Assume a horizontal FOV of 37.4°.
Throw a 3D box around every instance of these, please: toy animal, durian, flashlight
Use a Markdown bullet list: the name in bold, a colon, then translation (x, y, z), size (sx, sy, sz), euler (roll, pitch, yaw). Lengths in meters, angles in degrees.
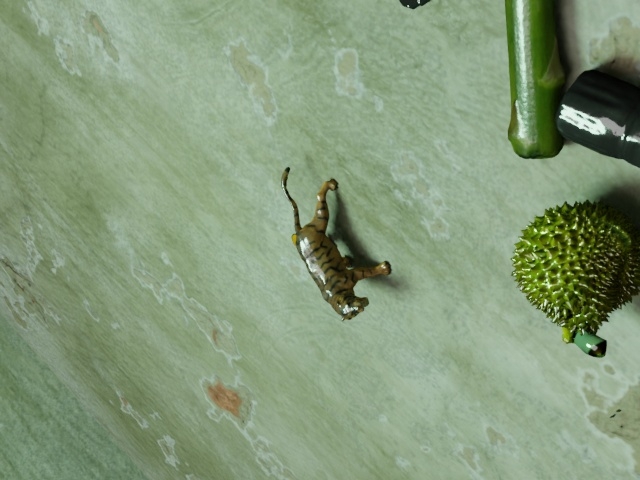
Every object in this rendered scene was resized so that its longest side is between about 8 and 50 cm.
- **toy animal**: translation (-0.004, 0.003, 1.514), size (0.255, 0.116, 0.114), euler (57, 143, -4)
- **durian**: translation (0.316, 0.030, 1.152), size (0.146, 0.159, 0.198), euler (39, 176, 34)
- **flashlight**: translation (0.438, -0.069, 0.985), size (0.424, 0.103, 0.103), euler (31, 139, 31)

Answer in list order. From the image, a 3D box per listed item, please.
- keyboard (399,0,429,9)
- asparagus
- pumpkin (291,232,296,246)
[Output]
- **keyboard**: translation (0.157, -0.364, 1.107), size (0.106, 0.016, 0.262), euler (57, 145, -5)
- **asparagus**: translation (0.245, -0.220, 1.094), size (0.067, 0.060, 0.278), euler (25, 136, 48)
- **pumpkin**: translation (-0.012, 0.013, 1.605), size (0.083, 0.028, 0.050), euler (52, 153, -13)
